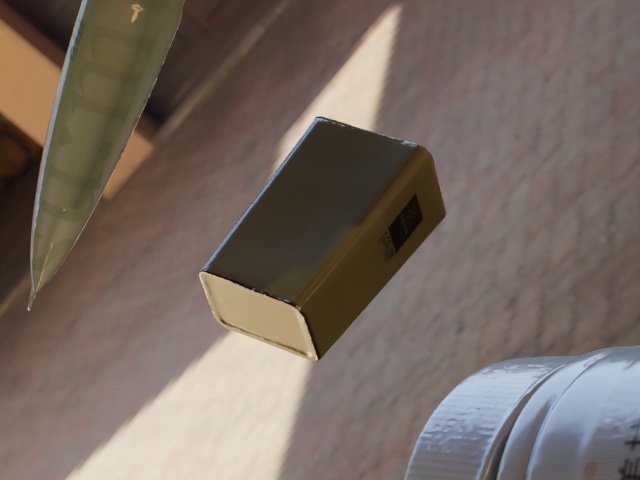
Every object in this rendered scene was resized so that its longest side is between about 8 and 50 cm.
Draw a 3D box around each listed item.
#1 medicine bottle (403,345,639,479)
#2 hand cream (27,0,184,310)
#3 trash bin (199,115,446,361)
[{"bbox_3d":[0.206,0.140,0.821,0.332,0.190,0.190,-11,39,52],"label":"medicine bottle"},{"bbox_3d":[-0.117,-0.065,0.876,0.078,0.050,0.205,-101,32,-64],"label":"hand cream"},{"bbox_3d":[0.000,0.000,0.692,0.061,0.043,0.092,19,56,32],"label":"trash bin"}]
